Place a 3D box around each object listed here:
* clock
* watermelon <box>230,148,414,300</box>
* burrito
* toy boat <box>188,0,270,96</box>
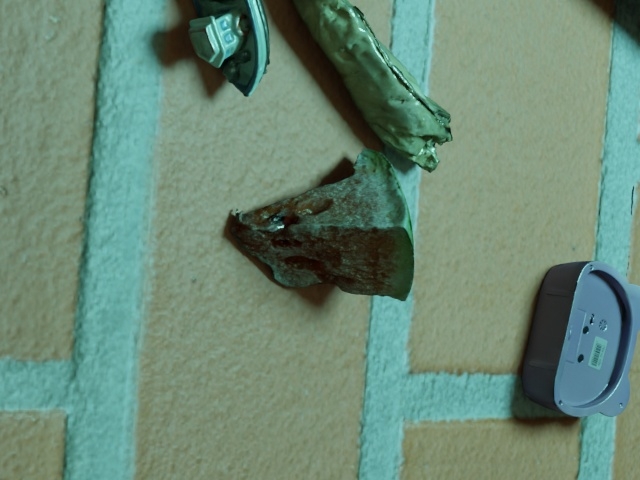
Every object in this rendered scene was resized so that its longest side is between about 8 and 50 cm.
[{"bbox_3d":[0.260,0.099,1.663,0.110,0.050,0.152,19,82,-36],"label":"clock"},{"bbox_3d":[0.021,0.007,1.447,0.158,0.121,0.098,-24,128,-29],"label":"watermelon"},{"bbox_3d":[0.048,-0.150,1.482,0.229,0.063,0.058,53,35,-25],"label":"burrito"},{"bbox_3d":[-0.081,-0.183,1.382,0.066,0.059,0.140,-37,116,-42],"label":"toy boat"}]
